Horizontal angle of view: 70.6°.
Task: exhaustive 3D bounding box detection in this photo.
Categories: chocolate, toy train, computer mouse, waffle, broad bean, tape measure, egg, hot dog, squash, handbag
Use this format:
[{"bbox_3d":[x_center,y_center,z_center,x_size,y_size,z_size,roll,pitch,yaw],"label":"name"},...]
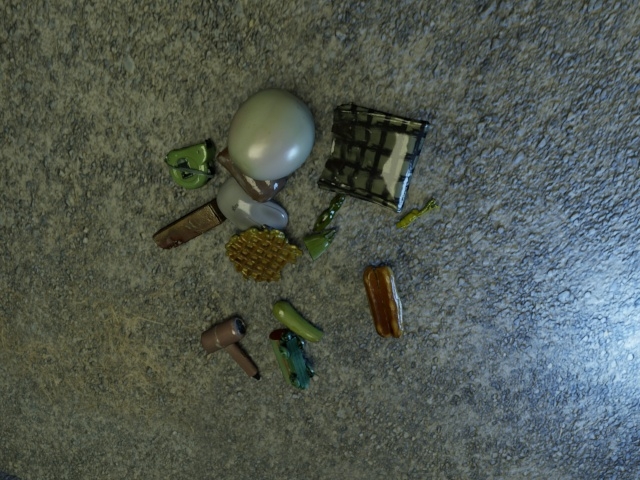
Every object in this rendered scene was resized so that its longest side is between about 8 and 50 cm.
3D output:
[{"bbox_3d":[-0.241,-0.265,1.658,0.261,0.083,0.161,45,71,-10],"label":"chocolate"},{"bbox_3d":[-0.134,0.514,1.966,0.177,0.116,0.285,8,122,50],"label":"toy train"},{"bbox_3d":[-0.269,-0.117,1.745,0.297,0.121,0.184,45,110,-8],"label":"computer mouse"},{"bbox_3d":[-0.229,0.065,1.795,0.300,0.058,0.281,-24,125,27],"label":"waffle"},{"bbox_3d":[0.032,-0.102,1.734,0.048,0.070,0.213,37,121,2],"label":"broad bean"},{"bbox_3d":[-0.493,-0.283,1.720,0.200,0.106,0.175,-8,106,14],"label":"tape measure"},{"bbox_3d":[-0.166,-0.344,1.508,0.283,0.345,0.283,16,141,13],"label":"egg"},{"bbox_3d":[0.261,0.252,1.817,0.135,0.100,0.337,-9,109,21],"label":"hot dog"},{"bbox_3d":[-0.102,0.348,1.922,0.250,0.083,0.083,41,112,-10],"label":"squash"},{"bbox_3d":[0.007,0.005,1.775,0.132,0.105,0.105,-28,105,1],"label":"squash"},{"bbox_3d":[0.179,-0.297,1.587,0.327,0.162,0.325,17,110,11],"label":"handbag"}]

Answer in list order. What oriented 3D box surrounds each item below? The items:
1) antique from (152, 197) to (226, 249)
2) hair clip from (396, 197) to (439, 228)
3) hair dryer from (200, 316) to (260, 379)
[{"bbox_3d":[-0.529,-0.057,1.827,0.310,0.087,0.093,-26,106,17],"label":"antique"},{"bbox_3d":[0.355,-0.095,1.679,0.173,0.072,0.046,-32,93,15],"label":"hair clip"},{"bbox_3d":[-0.359,0.503,2.028,0.189,0.107,0.344,-28,114,16],"label":"hair dryer"}]
